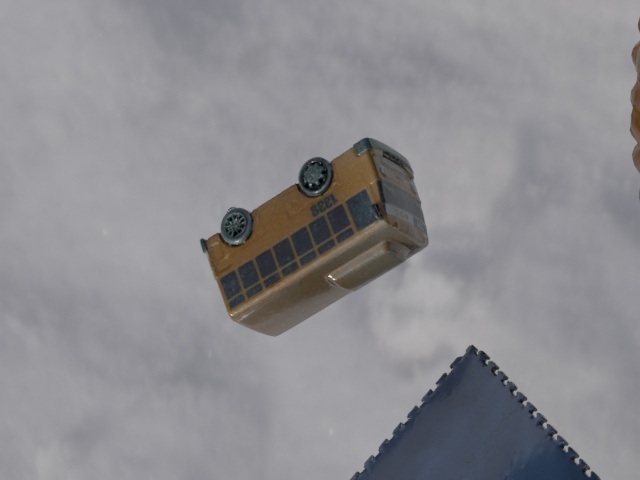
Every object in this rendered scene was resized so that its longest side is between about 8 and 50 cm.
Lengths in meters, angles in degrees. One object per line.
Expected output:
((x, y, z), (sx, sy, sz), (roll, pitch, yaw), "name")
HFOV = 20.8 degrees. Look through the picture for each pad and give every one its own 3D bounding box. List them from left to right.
((0.096, 0.240, 1.485), (0.012, 0.269, 0.270), (39, 97, -29), "pad")

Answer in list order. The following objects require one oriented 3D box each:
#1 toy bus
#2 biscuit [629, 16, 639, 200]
((0.000, 0.000, 1.487), (0.182, 0.091, 0.103), (-31, 61, 20), "toy bus")
((0.235, -0.059, 0.534), (0.305, 0.038, 0.305), (-5, 110, -13), "biscuit")
